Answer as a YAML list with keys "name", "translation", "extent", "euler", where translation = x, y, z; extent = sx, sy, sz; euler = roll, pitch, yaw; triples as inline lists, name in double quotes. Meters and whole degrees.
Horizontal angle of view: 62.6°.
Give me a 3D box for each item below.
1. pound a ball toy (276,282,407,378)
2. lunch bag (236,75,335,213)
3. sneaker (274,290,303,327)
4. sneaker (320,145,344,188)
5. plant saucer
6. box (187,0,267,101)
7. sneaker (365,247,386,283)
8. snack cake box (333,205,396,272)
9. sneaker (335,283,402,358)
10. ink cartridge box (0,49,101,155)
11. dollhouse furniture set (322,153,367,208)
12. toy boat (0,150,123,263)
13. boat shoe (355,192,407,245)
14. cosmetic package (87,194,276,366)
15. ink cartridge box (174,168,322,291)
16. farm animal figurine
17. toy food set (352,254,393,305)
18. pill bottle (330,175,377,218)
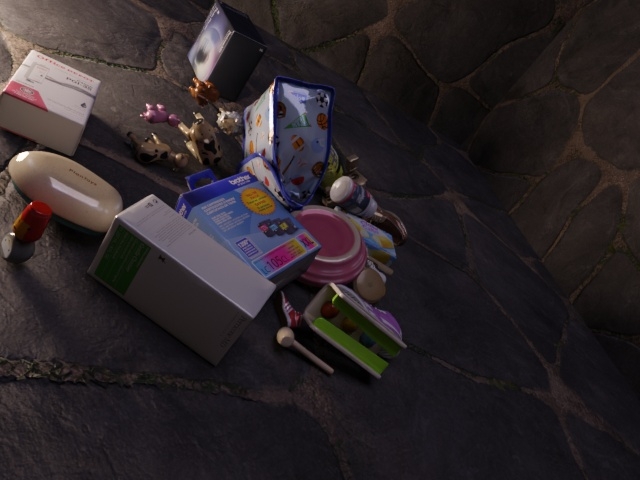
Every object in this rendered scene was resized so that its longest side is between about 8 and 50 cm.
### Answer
- name: "pound a ball toy"
  translation: [0.049, 0.262, 1.452]
  extent: [0.319, 0.208, 0.136]
  euler: [40, 1, -23]
- name: "lunch bag"
  translation: [-0.123, -0.271, 1.662]
  extent: [0.239, 0.328, 0.385]
  euler: [3, 86, -23]
- name: "sneaker"
  translation: [-0.085, 0.196, 1.480]
  extent: [0.067, 0.042, 0.118]
  euler: [10, 47, -35]
- name: "sneaker"
  translation: [-0.008, -0.319, 2.054]
  extent: [0.147, 0.145, 0.384]
  euler: [-81, 153, -44]
- name: "plant saucer"
  translation: [0.000, 0.000, 1.705]
  extent: [0.332, 0.084, 0.332]
  euler: [11, 46, -11]
- name: "box"
  translation: [-0.414, -0.826, 2.300]
  extent: [0.183, 0.296, 0.294]
  euler: [11, 39, -41]
- name: "sneaker"
  translation: [0.145, 0.081, 1.828]
  extent: [0.232, 0.115, 0.090]
  euler: [30, 30, -16]
- name: "snack cake box"
  translation: [0.150, -0.005, 1.986]
  extent: [0.264, 0.089, 0.152]
  euler: [27, 32, -20]
- name: "sneaker"
  translation: [0.142, 0.235, 1.643]
  extent: [0.282, 0.102, 0.161]
  euler: [47, 22, 1]
- name: "ink cartridge box"
  translation: [-0.755, -0.390, 1.476]
  extent: [0.207, 0.117, 0.283]
  euler: [22, 33, -27]
- name: "dollhouse furniture set"
  translation: [0.096, -0.212, 2.061]
  extent: [0.161, 0.182, 0.101]
  euler: [-29, 56, -22]
- name: "toy boat"
  translation: [-0.608, -0.072, 1.192]
  extent: [0.267, 0.148, 0.318]
  euler: [35, 21, -17]
- name: "boat shoe"
  translation: [0.215, -0.087, 2.162]
  extent: [0.324, 0.123, 0.116]
  euler: [42, 31, 25]
- name: "cosmetic package"
  translation: [-0.314, 0.090, 1.216]
  extent: [0.366, 0.197, 0.155]
  euler: [36, 29, -1]
- name: "ink cartridge box"
  translation: [-0.230, -0.031, 1.487]
  extent: [0.395, 0.151, 0.270]
  euler: [44, 41, 13]
- name: "farm animal figurine"
  translation: [-0.408, -0.330, 1.693]
  extent: [0.172, 0.330, 0.327]
  euler: [49, 2, 23]
- name: "toy food set"
  translation: [0.161, 0.156, 1.773]
  extent: [0.132, 0.038, 0.192]
  euler: [34, 61, -14]
- name: "pill bottle"
  translation: [0.132, -0.158, 2.008]
  extent: [0.180, 0.108, 0.108]
  euler: [30, 27, -40]
